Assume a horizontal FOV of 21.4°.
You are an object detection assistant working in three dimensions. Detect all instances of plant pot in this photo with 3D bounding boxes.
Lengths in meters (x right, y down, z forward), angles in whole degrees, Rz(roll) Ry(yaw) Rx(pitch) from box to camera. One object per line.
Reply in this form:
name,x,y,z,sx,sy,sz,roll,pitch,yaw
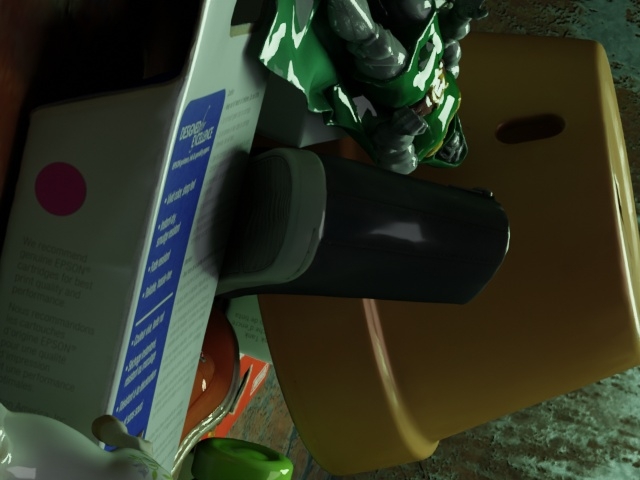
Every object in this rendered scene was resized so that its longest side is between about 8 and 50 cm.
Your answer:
plant pot,0.089,-0.011,1.050,0.291,0.203,0.291,-9,90,-77

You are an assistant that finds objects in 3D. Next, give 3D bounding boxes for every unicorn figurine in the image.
unicorn figurine,-0.106,0.077,0.567,0.111,0.162,0.060,-147,-114,-69

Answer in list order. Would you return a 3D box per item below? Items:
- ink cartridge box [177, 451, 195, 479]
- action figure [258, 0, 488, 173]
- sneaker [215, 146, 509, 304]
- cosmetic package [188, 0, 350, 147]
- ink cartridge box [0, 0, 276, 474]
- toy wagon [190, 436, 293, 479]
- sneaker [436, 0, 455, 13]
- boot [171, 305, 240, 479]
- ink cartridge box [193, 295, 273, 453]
ink cartridge box,-0.070,0.265,1.155,0.273,0.115,0.198,76,34,-77
action figure,0.038,-0.091,0.817,0.137,0.063,0.232,-63,158,-13
sneaker,0.000,0.000,0.854,0.222,0.118,0.083,-170,-89,-69
cosmetic package,0.013,-0.170,0.859,0.117,0.085,0.231,-18,125,-58
ink cartridge box,-0.090,0.041,0.722,0.176,0.069,0.371,-45,152,-77
toy wagon,0.020,0.270,0.950,0.068,0.344,0.267,-34,139,-82
sneaker,0.061,-0.178,1.265,0.100,0.108,0.271,95,14,-66
boot,-0.081,0.069,0.904,0.158,0.059,0.084,-63,162,-53
ink cartridge box,-0.022,0.048,1.314,0.275,0.060,0.239,-51,155,-73
